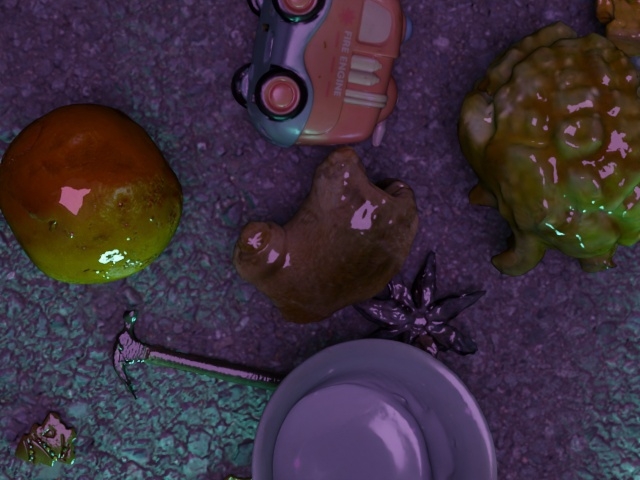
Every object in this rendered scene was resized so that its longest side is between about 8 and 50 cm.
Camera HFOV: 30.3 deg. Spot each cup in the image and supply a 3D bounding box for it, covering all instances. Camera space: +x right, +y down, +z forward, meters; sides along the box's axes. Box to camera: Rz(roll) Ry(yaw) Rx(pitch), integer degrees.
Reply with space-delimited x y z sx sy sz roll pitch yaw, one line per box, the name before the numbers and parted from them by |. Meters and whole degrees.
cup | 0.052 0.317 1.626 0.347 0.163 0.347 5 76 -19

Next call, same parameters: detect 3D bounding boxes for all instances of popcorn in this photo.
popcorn | 0.448 -0.323 1.603 0.167 0.152 0.148 -38 131 2
popcorn | 0.333 -0.113 1.560 0.274 0.279 0.335 -28 88 -19

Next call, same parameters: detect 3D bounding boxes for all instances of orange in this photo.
orange | -0.298 -0.061 1.530 0.240 0.240 0.240 -1 99 -4

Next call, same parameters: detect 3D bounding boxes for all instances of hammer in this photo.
hammer | -0.149 0.184 1.687 0.297 0.027 0.125 12 97 -7

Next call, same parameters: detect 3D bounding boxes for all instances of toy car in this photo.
toy car | 0.011 -0.250 1.563 0.212 0.180 0.270 7 99 -16

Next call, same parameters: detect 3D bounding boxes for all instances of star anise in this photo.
star anise | 0.140 0.105 1.679 0.204 0.061 0.180 43 93 -9

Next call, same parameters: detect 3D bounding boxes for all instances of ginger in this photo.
ginger | 0.000 0.000 1.591 0.221 0.130 0.275 13 116 -13

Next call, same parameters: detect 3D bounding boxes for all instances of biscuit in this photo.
biscuit | -0.393 0.289 1.688 0.092 0.016 0.082 -17 100 -3

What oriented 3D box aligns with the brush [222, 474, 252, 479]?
brush | -0.069 0.345 1.725 0.218 0.010 0.082 -35 100 1
